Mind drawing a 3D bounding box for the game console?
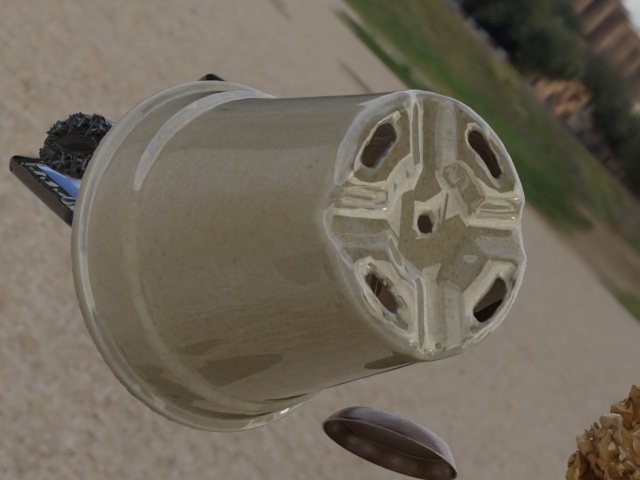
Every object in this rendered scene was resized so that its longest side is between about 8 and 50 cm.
[{"bbox_3d":[-0.212,-0.114,2.052,0.250,0.173,0.293,7,12,-28],"label":"game console"}]

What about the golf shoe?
[{"bbox_3d":[-0.205,-0.079,1.766,0.198,0.077,0.094,11,-22,33],"label":"golf shoe"}]

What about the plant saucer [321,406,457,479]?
[{"bbox_3d":[0.084,0.234,1.970,0.168,0.029,0.168,21,-20,8],"label":"plant saucer"}]

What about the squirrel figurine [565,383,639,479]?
[{"bbox_3d":[0.256,0.268,0.963,0.397,0.370,0.281,60,-18,8],"label":"squirrel figurine"}]

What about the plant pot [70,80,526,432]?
[{"bbox_3d":[0.000,0.000,1.485,0.334,0.334,0.305,42,-29,-27],"label":"plant pot"}]
